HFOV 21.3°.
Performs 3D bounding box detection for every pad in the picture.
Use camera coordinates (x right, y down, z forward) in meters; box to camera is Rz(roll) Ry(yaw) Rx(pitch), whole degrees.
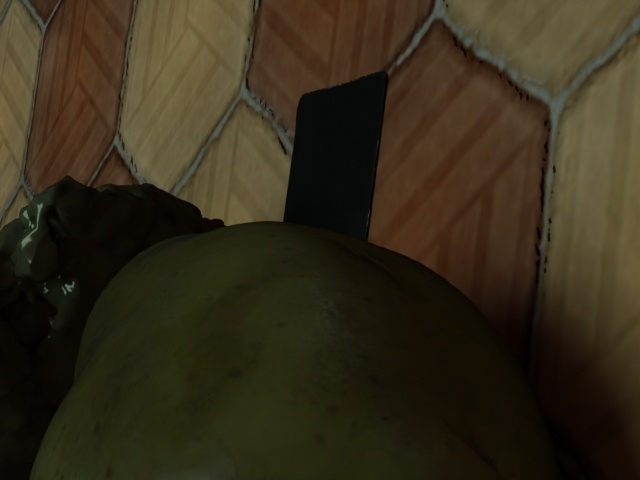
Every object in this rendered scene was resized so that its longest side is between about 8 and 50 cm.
[{"bbox_3d":[0.000,0.000,1.004,0.116,0.004,0.193,-5,75,63],"label":"pad"}]

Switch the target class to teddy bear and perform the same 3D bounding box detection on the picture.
[{"bbox_3d":[-0.198,0.101,1.006,0.224,0.357,0.367,35,70,32],"label":"teddy bear"}]

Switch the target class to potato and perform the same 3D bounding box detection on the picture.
[{"bbox_3d":[-0.010,0.126,0.727,0.243,0.221,0.326,-58,21,17],"label":"potato"}]
